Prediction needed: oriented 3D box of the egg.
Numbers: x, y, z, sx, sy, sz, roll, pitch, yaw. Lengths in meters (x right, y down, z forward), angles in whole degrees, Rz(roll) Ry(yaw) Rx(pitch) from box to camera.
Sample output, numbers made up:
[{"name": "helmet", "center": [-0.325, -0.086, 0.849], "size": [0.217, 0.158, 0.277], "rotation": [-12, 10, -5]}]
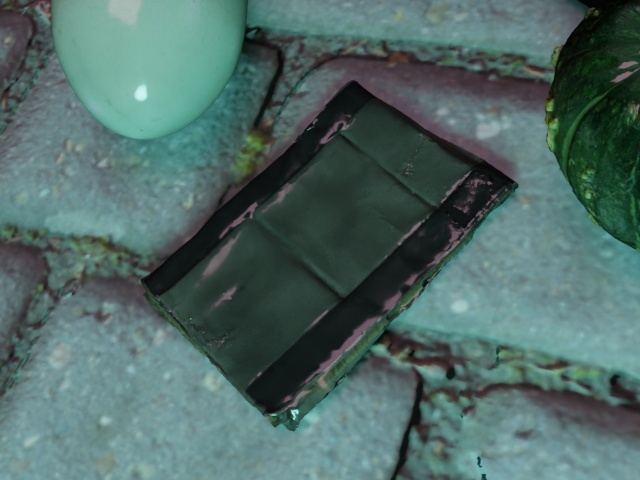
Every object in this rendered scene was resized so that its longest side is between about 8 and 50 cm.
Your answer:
[{"name": "egg", "center": [-0.132, -0.174, 0.791], "size": [0.151, 0.151, 0.209], "rotation": [-7, 60, 17]}]

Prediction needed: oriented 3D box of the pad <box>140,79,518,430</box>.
[{"name": "pad", "center": [0.000, 0.000, 0.722], "size": [0.233, 0.022, 0.174], "rotation": [-46, 56, -10]}]

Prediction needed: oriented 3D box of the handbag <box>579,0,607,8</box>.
[{"name": "handbag", "center": [0.219, -0.306, 0.776], "size": [0.223, 0.080, 0.247], "rotation": [-38, 56, -4]}]

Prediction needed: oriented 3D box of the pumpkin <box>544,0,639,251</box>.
[{"name": "pumpkin", "center": [0.226, -0.078, 0.603], "size": [0.190, 0.146, 0.190], "rotation": [-24, 35, 19]}]
